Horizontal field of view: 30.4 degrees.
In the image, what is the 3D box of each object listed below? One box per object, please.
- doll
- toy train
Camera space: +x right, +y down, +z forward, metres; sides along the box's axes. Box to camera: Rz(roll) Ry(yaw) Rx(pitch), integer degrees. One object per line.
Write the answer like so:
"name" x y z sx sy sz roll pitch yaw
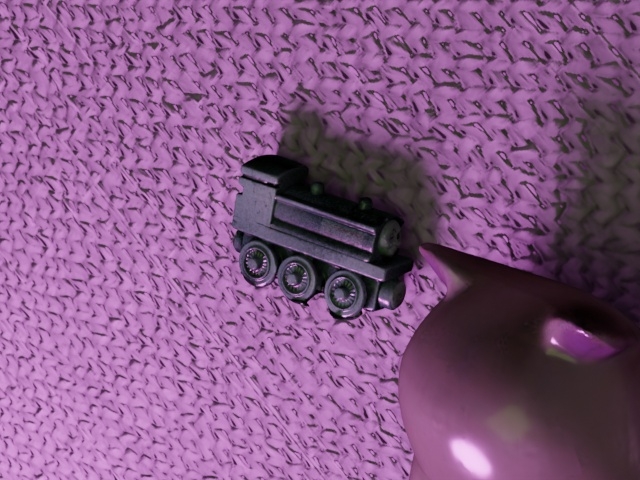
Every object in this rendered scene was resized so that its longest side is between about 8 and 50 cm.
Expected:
"doll" 0.150 0.199 0.876 0.215 0.226 0.370 38 120 57
"toy train" 0.000 0.000 0.998 0.171 0.071 0.111 19 110 29
